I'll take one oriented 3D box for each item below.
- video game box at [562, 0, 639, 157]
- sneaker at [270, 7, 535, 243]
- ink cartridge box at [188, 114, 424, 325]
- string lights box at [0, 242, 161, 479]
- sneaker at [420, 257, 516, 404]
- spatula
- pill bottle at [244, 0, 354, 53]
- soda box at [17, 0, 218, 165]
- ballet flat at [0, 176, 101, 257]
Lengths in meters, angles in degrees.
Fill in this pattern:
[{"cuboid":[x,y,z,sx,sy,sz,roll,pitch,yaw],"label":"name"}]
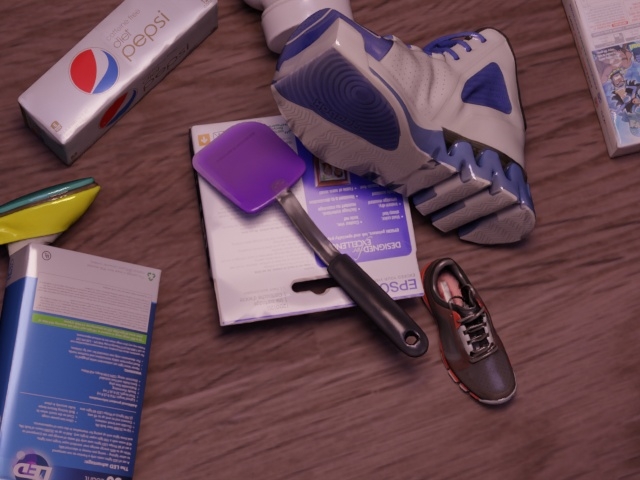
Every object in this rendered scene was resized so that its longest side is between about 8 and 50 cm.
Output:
[{"cuboid":[0.374,-0.198,1.628,0.205,0.048,0.187,-13,75,-7],"label":"video game box"},{"cuboid":[0.094,-0.143,1.524,0.315,0.127,0.182,34,51,-32],"label":"sneaker"},{"cuboid":[-0.016,-0.025,1.556,0.206,0.045,0.208,-8,74,-6],"label":"ink cartridge box"},{"cuboid":[-0.237,0.145,1.459,0.133,0.076,0.260,14,74,-24],"label":"string lights box"},{"cuboid":[0.142,0.087,1.528,0.061,0.065,0.158,-27,79,-10],"label":"sneaker"},{"cuboid":[0.000,0.000,1.511,0.084,0.030,0.296,-40,81,-15],"label":"spatula"},{"cuboid":[-0.034,-0.307,1.588,0.124,0.124,0.222,-13,77,-7],"label":"pill bottle"},{"cuboid":[-0.200,-0.178,1.567,0.069,0.074,0.216,43,77,7],"label":"soda box"},{"cuboid":[-0.320,-0.001,1.522,0.231,0.077,0.077,-13,98,-5],"label":"ballet flat"}]
